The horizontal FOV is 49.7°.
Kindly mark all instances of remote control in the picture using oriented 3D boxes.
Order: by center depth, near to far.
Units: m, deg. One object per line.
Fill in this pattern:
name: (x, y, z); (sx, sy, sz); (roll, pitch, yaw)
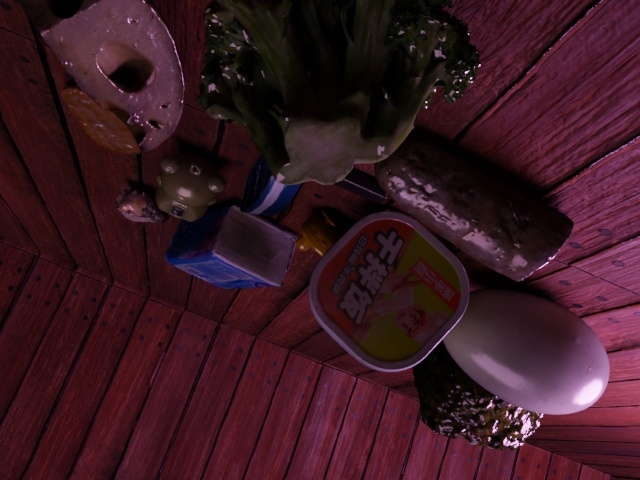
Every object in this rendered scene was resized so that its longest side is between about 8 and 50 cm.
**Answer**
remote control: (0.003, -0.126, 1.200); (0.245, 0.025, 0.063); (23, 165, -7)

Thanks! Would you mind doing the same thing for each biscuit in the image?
biscuit: (-0.420, -0.228, 1.338); (0.118, 0.029, 0.247); (18, 161, 6)

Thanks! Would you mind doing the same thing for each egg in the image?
egg: (0.420, 0.223, 1.427); (0.371, 0.230, 0.230); (27, 161, -7)

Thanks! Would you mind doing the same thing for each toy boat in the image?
toy boat: (-0.090, -0.097, 1.241); (0.061, 0.096, 0.299); (15, 172, -14)

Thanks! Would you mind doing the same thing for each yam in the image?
yam: (0.226, -0.050, 1.034); (0.330, 0.133, 0.133); (29, 160, -15)

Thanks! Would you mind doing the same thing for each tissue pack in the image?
tissue pack: (-0.215, 0.019, 1.635); (0.198, 0.146, 0.263); (29, 159, -30)

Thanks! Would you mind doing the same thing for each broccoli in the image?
broccoli: (0.005, -0.180, 0.702); (0.294, 0.245, 0.265); (-23, 143, 22)

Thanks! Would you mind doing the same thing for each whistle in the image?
whistle: (-0.275, -0.104, 1.416); (0.131, 0.106, 0.288); (22, 160, -13)

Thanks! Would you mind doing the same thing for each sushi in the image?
sushi: (0.385, 0.342, 1.662); (0.294, 0.178, 0.352); (16, -160, -8)

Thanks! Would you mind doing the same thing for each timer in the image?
timer: (0.000, 0.000, 1.420); (0.107, 0.109, 0.107); (43, -164, -15)

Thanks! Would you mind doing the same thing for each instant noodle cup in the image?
instant noodle cup: (0.125, 0.117, 1.391); (0.293, 0.294, 0.308); (19, 169, 4)

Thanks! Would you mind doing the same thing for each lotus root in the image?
lotus root: (-0.282, -0.274, 0.930); (0.210, 0.142, 0.314); (54, 175, 17)

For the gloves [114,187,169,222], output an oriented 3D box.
gloves: (-0.432, -0.082, 1.699); (0.114, 0.070, 0.153); (8, 166, 10)
